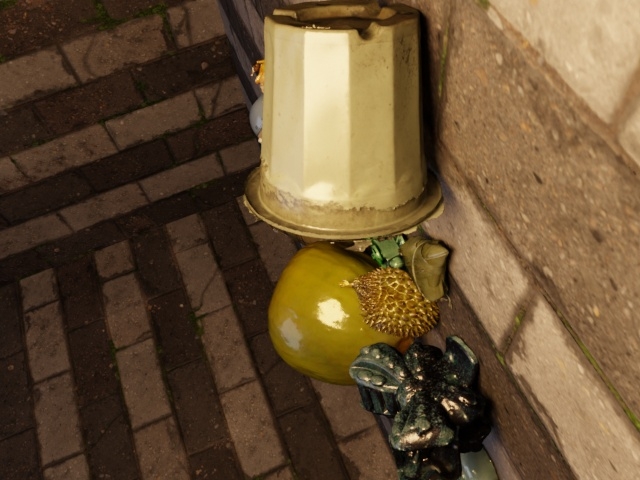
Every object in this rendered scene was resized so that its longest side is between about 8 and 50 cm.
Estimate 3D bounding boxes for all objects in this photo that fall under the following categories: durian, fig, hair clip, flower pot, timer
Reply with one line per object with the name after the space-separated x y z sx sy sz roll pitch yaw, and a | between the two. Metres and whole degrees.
0.127 0.117 1.119 0.208 0.102 0.146 23 128 16 | durian
0.054 0.174 1.319 0.343 0.343 0.343 158 90 -83 | fig
0.189 0.290 1.049 0.310 0.206 0.194 -128 21 -64 | hair clip
0.029 -0.168 0.759 0.290 0.290 0.259 -122 25 -55 | flower pot
-0.106 -0.308 1.657 0.175 0.175 0.255 -166 53 -81 | timer

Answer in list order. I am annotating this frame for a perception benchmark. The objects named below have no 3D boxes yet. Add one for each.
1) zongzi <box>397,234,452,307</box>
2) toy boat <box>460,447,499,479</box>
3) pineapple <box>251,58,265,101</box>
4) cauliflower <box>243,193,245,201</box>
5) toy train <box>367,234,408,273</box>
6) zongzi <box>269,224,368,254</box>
0.198 0.070 0.948 0.154 0.062 0.130 64 163 -16 | zongzi
0.305 0.470 1.239 0.208 0.079 0.134 -143 35 -80 | toy boat
0.001 -0.279 1.015 0.236 0.186 0.114 11 -142 -44 | pineapple
-0.145 -0.158 2.034 0.275 0.250 0.272 89 160 -83 | cauliflower
0.109 -0.035 1.193 0.251 0.085 0.119 64 -179 29 | toy train
0.000 0.000 1.539 0.260 0.123 0.289 9 141 28 | zongzi
